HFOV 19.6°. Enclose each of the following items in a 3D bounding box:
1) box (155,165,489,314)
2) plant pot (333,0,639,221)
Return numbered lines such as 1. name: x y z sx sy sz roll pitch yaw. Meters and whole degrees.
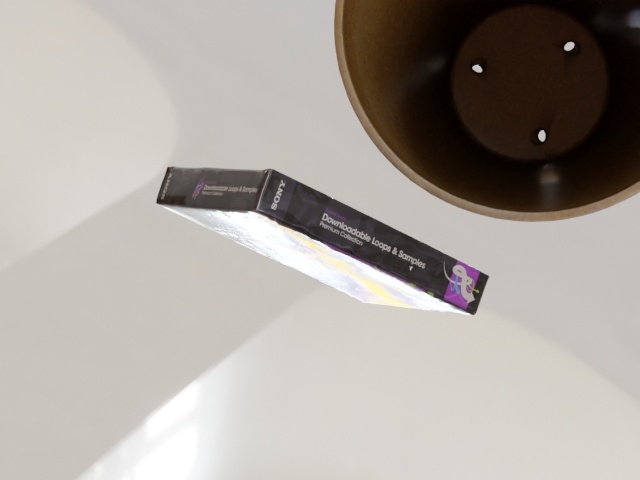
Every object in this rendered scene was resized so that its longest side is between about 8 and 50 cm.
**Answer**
1. box: 0.000 0.000 1.061 0.162 0.029 0.116 27 -12 -30
2. plant pot: 0.139 -0.123 1.218 0.237 0.254 0.237 0 -93 6
